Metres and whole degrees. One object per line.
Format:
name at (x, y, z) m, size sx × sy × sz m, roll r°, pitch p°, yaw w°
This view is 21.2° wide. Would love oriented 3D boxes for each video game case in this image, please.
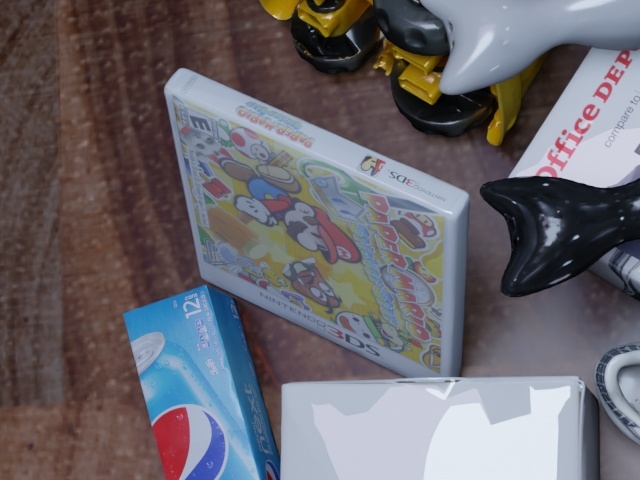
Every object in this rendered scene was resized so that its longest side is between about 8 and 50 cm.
video game case at (0.000, 0.000, 1.126) m, size 0.206 × 0.227 × 0.026 m, roll 25°, pitch 61°, yaw 18°

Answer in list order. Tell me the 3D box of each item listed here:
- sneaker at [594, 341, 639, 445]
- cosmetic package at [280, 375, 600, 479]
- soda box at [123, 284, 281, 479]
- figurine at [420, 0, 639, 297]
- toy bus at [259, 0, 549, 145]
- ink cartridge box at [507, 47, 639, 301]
sneaker at (0.280, 0.138, 1.088) m, size 0.235 × 0.095 × 0.090 m, roll 25°, pitch 85°, yaw 16°
cosmetic package at (0.080, 0.273, 1.084) m, size 0.197 × 0.155 × 0.365 m, roll 0°, pitch 79°, yaw 14°
soda box at (-0.072, 0.142, 1.193) m, size 0.067 × 0.071 × 0.210 m, roll -20°, pitch 75°, yaw 10°
figurine at (0.179, -0.087, 1.030) m, size 0.209 × 0.092 × 0.215 m, roll -16°, pitch 74°, yaw -2°
toy bus at (0.082, -0.207, 1.190) m, size 0.220 × 0.149 × 0.211 m, roll 30°, pitch 75°, yaw 21°
ink cartridge box at (0.261, -0.032, 1.121) m, size 0.237 × 0.100 × 0.172 m, roll 32°, pitch 88°, yaw 18°
